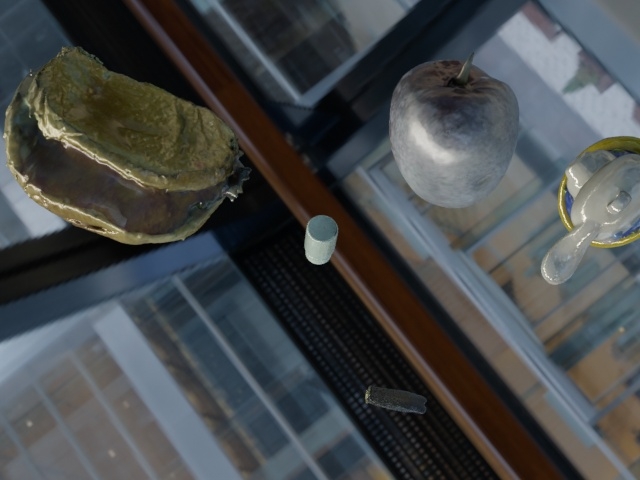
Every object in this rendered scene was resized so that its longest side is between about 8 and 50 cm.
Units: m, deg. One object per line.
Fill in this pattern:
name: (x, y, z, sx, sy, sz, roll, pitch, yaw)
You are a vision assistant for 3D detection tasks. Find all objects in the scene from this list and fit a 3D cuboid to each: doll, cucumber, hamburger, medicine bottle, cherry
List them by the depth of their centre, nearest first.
hamburger: (-0.248, -0.100, 1.288, 0.309, 0.132, 0.211, 28, -138, 0)
medicine bottle: (0.000, 0.000, 1.589, 0.047, 0.047, 0.083, 51, 160, 18)
doll: (0.455, -0.098, 1.608, 0.243, 0.311, 0.159, -12, -121, -51)
cucumber: (0.123, 0.257, 1.701, 0.135, 0.033, 0.034, 16, -176, -31)
cherry: (0.232, -0.192, 1.846, 0.255, 0.218, 0.296, -126, 25, -48)
